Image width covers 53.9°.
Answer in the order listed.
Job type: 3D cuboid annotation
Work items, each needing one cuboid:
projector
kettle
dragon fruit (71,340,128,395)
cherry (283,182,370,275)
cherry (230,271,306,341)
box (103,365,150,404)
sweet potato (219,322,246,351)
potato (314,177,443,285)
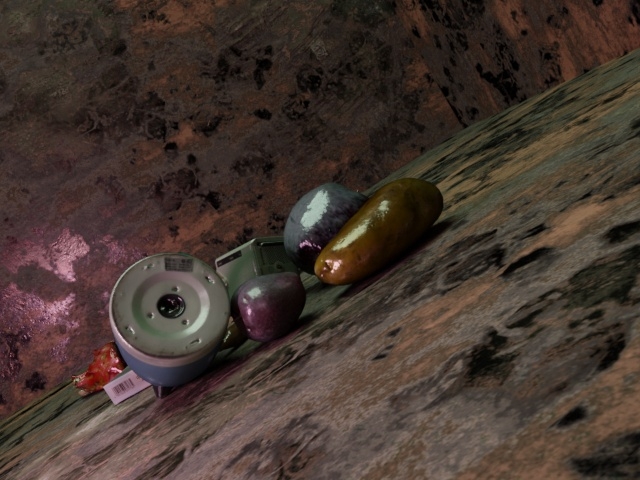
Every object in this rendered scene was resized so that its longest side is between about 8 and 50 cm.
[{"bbox_3d":[-0.177,0.104,1.748,0.163,0.177,0.242,-3,-14,-42],"label":"projector"},{"bbox_3d":[-0.337,0.185,1.460,0.342,0.247,0.319,111,169,-58],"label":"kettle"},{"bbox_3d":[-0.809,0.471,2.299,0.211,0.134,0.262,-36,7,-18],"label":"dragon fruit"},{"bbox_3d":[0.031,-0.031,1.663,0.255,0.218,0.296,18,47,33],"label":"cherry"},{"bbox_3d":[-0.113,0.144,1.376,0.176,0.140,0.176,-22,3,1],"label":"cherry"},{"bbox_3d":[-0.478,0.361,1.799,0.243,0.067,0.155,-31,7,13],"label":"box"},{"bbox_3d":[-0.198,0.223,1.590,0.065,0.051,0.218,-25,8,24],"label":"sweet potato"},{"bbox_3d":[0.136,-0.023,1.453,0.195,0.176,0.369,23,50,41],"label":"potato"}]
